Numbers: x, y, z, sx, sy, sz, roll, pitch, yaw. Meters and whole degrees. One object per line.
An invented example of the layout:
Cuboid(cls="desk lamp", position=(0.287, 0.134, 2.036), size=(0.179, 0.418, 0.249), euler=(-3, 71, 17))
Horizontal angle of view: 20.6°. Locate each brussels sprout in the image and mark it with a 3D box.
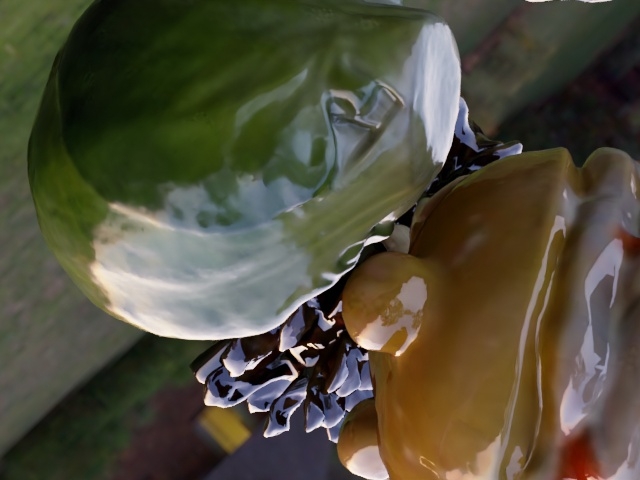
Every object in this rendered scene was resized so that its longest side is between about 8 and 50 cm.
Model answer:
Cuboid(cls="brussels sprout", position=(-0.043, -0.067, 1.052), size=(0.271, 0.210, 0.219), euler=(-10, -136, 25))

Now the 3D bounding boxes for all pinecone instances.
Cuboid(cls="pinecone", position=(0.000, 0.000, 1.735), size=(0.398, 0.398, 0.398), euler=(-45, 176, -4))

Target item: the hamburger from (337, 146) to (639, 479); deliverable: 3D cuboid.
Cuboid(cls="hamburger", position=(0.133, 0.072, 1.023), size=(0.276, 0.236, 0.276), euler=(10, 90, -82))

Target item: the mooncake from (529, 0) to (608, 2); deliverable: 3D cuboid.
Cuboid(cls="mooncake", position=(0.150, -0.319, 1.066), size=(0.351, 0.187, 0.351), euler=(-22, 129, -30))

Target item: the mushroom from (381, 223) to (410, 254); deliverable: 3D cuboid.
Cuboid(cls="mushroom", position=(0.105, 0.041, 1.402), size=(0.061, 0.187, 0.060), euler=(-47, 148, 15))
